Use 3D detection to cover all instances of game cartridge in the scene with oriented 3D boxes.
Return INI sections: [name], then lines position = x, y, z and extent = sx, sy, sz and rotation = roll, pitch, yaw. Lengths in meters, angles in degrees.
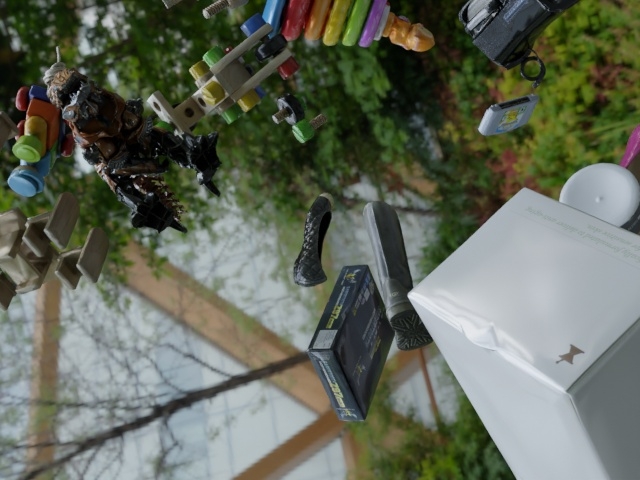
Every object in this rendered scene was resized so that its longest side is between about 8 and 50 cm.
[game cartridge]
position = 0.261, -0.173, 1.306
extent = 0.017, 0.083, 0.056
rotation = 61, 155, 24

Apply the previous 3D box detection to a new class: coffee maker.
[coffee maker]
position = 0.324, -0.351, 1.434
extent = 0.120, 0.171, 0.178
rotation = -61, 8, -23

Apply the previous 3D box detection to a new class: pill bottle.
[pill bottle]
position = 0.490, -0.016, 1.570
extent = 0.245, 0.130, 0.131
rotation = 44, -151, -52

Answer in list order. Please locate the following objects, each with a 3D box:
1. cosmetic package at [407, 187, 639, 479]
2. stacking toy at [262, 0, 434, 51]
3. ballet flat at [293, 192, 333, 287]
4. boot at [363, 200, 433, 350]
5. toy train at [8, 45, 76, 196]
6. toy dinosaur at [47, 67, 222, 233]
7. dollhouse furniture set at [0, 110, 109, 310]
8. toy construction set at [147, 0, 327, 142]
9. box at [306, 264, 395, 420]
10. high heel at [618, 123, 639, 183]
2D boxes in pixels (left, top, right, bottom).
[cosmetic package]
position = 0.249, 0.153, 0.835
extent = 0.197, 0.155, 0.366
rotation = 34, 160, 51
[stacking toy]
position = 0.059, -0.396, 1.641
extent = 0.175, 0.301, 0.166
rotation = -81, 9, -72
[ballet flat]
position = 0.000, 0.000, 1.351
extent = 0.057, 0.049, 0.173
rotation = 74, -158, -47
[boot]
position = 0.126, 0.061, 1.565
extent = 0.190, 0.076, 0.209
rotation = 68, -177, -57
[toy train]
position = -0.479, -0.196, 1.595
extent = 0.248, 0.105, 0.143
rotation = 115, 169, -51
[toy dinosaur]
position = -0.257, -0.124, 1.339
extent = 0.218, 0.164, 0.322
rotation = 31, -174, 29
[dollhouse furniture set]
position = -0.459, -0.039, 1.391
extent = 0.242, 0.212, 0.161
rotation = 57, -155, -36
[toy construction set]
position = -0.191, -0.284, 1.582
extent = 0.257, 0.237, 0.309
rotation = 27, 147, 53
[box]
position = 0.062, 0.187, 1.738
extent = 0.183, 0.059, 0.233
rotation = 68, -148, -33
[high heel]
position = 0.613, -0.100, 1.763
extent = 0.127, 0.377, 0.181
rotation = 34, -159, -24
